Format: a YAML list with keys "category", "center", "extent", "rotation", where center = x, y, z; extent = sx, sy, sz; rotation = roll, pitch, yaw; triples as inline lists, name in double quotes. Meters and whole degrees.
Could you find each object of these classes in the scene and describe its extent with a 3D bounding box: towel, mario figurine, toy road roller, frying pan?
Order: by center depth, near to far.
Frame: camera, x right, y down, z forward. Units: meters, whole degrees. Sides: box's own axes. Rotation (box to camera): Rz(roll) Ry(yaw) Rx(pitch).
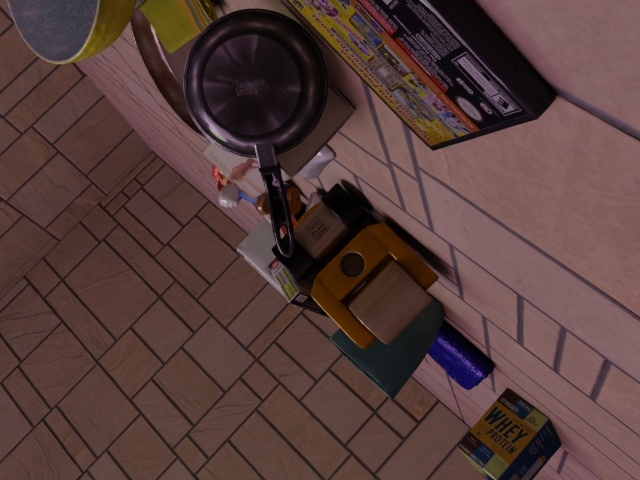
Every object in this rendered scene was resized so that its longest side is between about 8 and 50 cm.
- category: "frying pan"
  center: [-0.102, -0.145, 0.959]
  extent: [0.197, 0.326, 0.053]
  rotation: [13, -167, 0]
- category: "towel"
  center: [-0.241, -0.379, 1.181]
  extent: [0.237, 0.021, 0.102]
  rotation: [1, 123, 61]
- category: "toy road roller"
  center: [0.082, 0.055, 1.474]
  extent: [0.329, 0.202, 0.240]
  rotation: [46, -175, 18]
- category: "towel"
  center: [0.301, 0.262, 1.841]
  extent: [0.308, 0.076, 0.228]
  rotation: [41, 172, 17]
- category: "mario figurine"
  center: [-0.190, -0.127, 1.923]
  extent: [0.320, 0.170, 0.198]
  rotation: [32, 168, 48]

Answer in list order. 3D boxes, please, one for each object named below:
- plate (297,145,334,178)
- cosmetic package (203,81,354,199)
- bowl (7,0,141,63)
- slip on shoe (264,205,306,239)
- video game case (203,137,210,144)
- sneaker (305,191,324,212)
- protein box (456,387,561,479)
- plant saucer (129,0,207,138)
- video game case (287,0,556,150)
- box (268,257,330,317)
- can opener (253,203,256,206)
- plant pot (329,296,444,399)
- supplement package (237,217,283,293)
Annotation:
- category: "plate"
  center: [-0.102, -0.229, 1.420]
  extent: [0.278, 0.045, 0.277]
  rotation: [44, 171, -4]
- category: "cosmetic package"
  center: [-0.078, -0.172, 1.141]
  extent: [0.129, 0.153, 0.296]
  rotation: [45, 168, -9]
- category: "bowl"
  center: [-0.395, -0.450, 1.207]
  extent: [0.289, 0.289, 0.156]
  rotation: [40, -146, 25]
- category: "slip on shoe"
  center: [-0.078, -0.060, 1.992]
  extent: [0.123, 0.101, 0.331]
  rotation: [30, -167, -32]
- category: "video game case"
  center: [-0.316, -0.278, 2.276]
  extent: [0.119, 0.015, 0.166]
  rotation: [39, 170, 30]
- category: "sneaker"
  center: [0.030, -0.029, 1.721]
  extent: [0.115, 0.105, 0.281]
  rotation: [9, 158, 17]
- category: "protein box"
  center: [0.491, 0.530, 1.836]
  extent: [0.136, 0.201, 0.200]
  rotation: [36, 169, 42]
- category: "plant saucer"
  center: [-0.254, -0.337, 1.343]
  extent: [0.310, 0.050, 0.311]
  rotation: [40, 153, 26]
- category: "video game case"
  center: [0.075, -0.210, 0.715]
  extent: [0.275, 0.035, 0.248]
  rotation: [44, 171, -9]
- category: "box"
  center: [-0.012, 0.109, 1.525]
  extent: [0.207, 0.036, 0.114]
  rotation: [26, -157, -46]
- category: "can opener"
  center: [-0.166, -0.065, 2.348]
  extent: [0.283, 0.095, 0.076]
  rotation: [46, 171, -15]
- category: "plant pot"
  center: [0.174, 0.218, 1.676]
  extent: [0.165, 0.234, 0.166]
  rotation: [39, 171, 28]
- category: "supplement package"
  center: [-0.098, 0.045, 2.199]
  extent: [0.262, 0.204, 0.145]
  rotation: [43, 172, -1]
